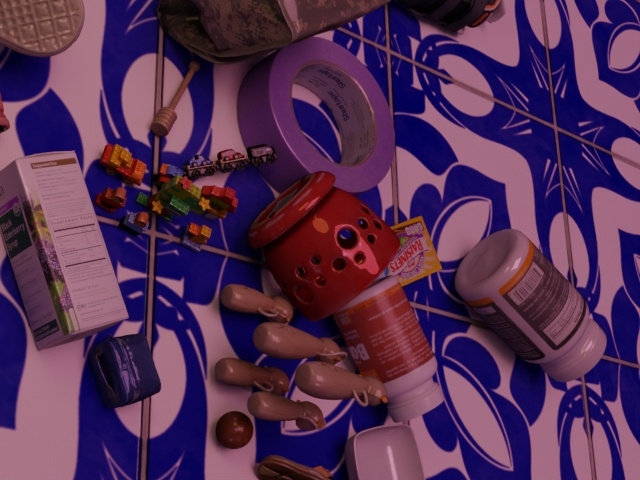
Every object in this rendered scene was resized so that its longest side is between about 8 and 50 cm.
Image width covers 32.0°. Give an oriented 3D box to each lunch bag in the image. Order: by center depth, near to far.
[{"bbox_3d":[-0.263,0.169,1.476,0.065,0.067,0.098,-14,82,-46],"label":"lunch bag"},{"bbox_3d":[-0.082,-0.379,1.731,0.235,0.287,0.169,-30,109,-41],"label":"lunch bag"}]

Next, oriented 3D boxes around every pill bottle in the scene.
[{"bbox_3d":[0.111,0.174,1.782,0.121,0.121,0.216,-26,90,-46],"label":"pill bottle"},{"bbox_3d":[0.386,0.123,2.032,0.278,0.162,0.162,44,48,-21],"label":"pill bottle"}]

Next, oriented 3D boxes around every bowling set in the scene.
[{"bbox_3d":[-0.061,0.207,1.608,0.154,0.200,0.287,19,18,-42],"label":"bowling set"}]

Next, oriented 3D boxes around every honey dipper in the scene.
[{"bbox_3d":[-0.218,-0.224,1.713,0.030,0.030,0.160,40,48,-24],"label":"honey dipper"}]

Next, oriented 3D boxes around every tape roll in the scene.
[{"bbox_3d":[-0.004,-0.196,1.856,0.275,0.090,0.274,18,62,-36],"label":"tape roll"}]

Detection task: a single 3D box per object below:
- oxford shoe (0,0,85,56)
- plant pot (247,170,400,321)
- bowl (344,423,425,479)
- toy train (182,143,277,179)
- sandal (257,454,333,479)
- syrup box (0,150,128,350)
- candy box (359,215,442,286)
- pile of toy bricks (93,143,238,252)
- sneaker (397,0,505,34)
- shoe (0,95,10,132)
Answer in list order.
[{"bbox_3d":[-0.512,-0.392,1.448,0.449,0.130,0.169,34,92,-23],"label":"oxford shoe"},{"bbox_3d":[0.000,0.000,1.706,0.174,0.191,0.191,50,46,-11],"label":"plant pot"},{"bbox_3d":[0.095,0.362,1.737,0.142,0.053,0.142,-1,73,-44],"label":"bowl"},{"bbox_3d":[-0.140,-0.123,1.712,0.158,0.027,0.036,-14,97,-27],"label":"toy train"},{"bbox_3d":[-0.015,0.355,1.638,0.180,0.072,0.049,35,31,-22],"label":"sandal"},{"bbox_3d":[-0.343,0.011,1.450,0.096,0.093,0.237,-15,83,-45],"label":"syrup box"},{"bbox_3d":[0.125,0.030,1.923,0.206,0.027,0.105,-20,91,-45],"label":"candy box"},{"bbox_3d":[-0.211,-0.063,1.596,0.212,0.105,0.118,31,54,-30],"label":"pile of toy bricks"},{"bbox_3d":[0.267,-0.482,2.202,0.321,0.126,0.127,-18,80,-47],"label":"sneaker"},{"bbox_3d":[-0.480,-0.169,1.420,0.178,0.063,0.081,-11,75,-49],"label":"shoe"}]
